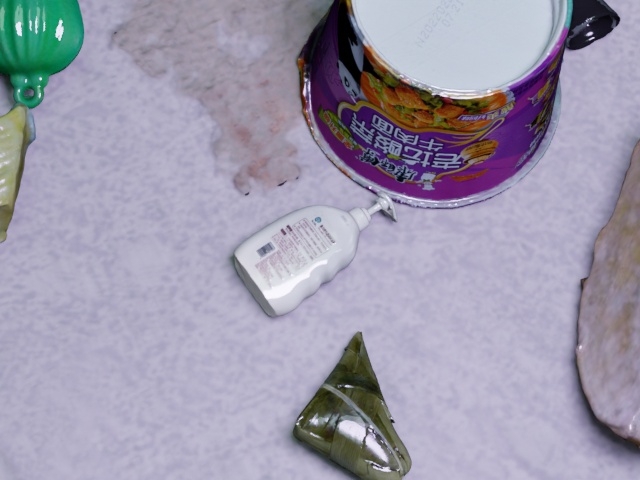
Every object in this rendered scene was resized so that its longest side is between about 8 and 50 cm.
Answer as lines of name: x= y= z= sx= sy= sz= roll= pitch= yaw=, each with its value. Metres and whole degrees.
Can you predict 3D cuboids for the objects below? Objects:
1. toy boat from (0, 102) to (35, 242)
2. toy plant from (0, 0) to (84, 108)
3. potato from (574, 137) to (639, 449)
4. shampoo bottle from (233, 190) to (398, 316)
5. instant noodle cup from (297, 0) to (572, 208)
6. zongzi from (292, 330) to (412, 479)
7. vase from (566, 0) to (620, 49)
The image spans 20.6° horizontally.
toy boat: x=-0.348 y=-0.012 z=1.510 sx=0.276 sy=0.111 sz=0.084 roll=-33 pitch=81 yaw=-18
toy plant: x=-0.283 y=-0.219 z=1.599 sx=0.143 sy=0.105 sz=0.200 roll=2 pitch=81 yaw=5
potato: x=0.350 y=0.051 z=1.557 sx=0.189 sy=0.211 sz=0.264 roll=23 pitch=103 yaw=-33
shampoo bottle: x=0.000 y=0.000 z=1.568 sx=0.152 sy=0.045 sz=0.077 roll=-34 pitch=74 yaw=-13
instant noodle cup: x=0.110 y=-0.177 z=1.565 sx=0.251 sy=0.190 sz=0.251 roll=1 pitch=70 yaw=-4
zongzi: x=0.049 y=0.148 z=1.517 sx=0.109 sy=0.055 sz=0.119 roll=33 pitch=60 yaw=5
vase: x=0.221 y=-0.266 z=1.678 sx=0.059 sy=0.059 sz=0.167 roll=-22 pitch=73 yaw=-12
